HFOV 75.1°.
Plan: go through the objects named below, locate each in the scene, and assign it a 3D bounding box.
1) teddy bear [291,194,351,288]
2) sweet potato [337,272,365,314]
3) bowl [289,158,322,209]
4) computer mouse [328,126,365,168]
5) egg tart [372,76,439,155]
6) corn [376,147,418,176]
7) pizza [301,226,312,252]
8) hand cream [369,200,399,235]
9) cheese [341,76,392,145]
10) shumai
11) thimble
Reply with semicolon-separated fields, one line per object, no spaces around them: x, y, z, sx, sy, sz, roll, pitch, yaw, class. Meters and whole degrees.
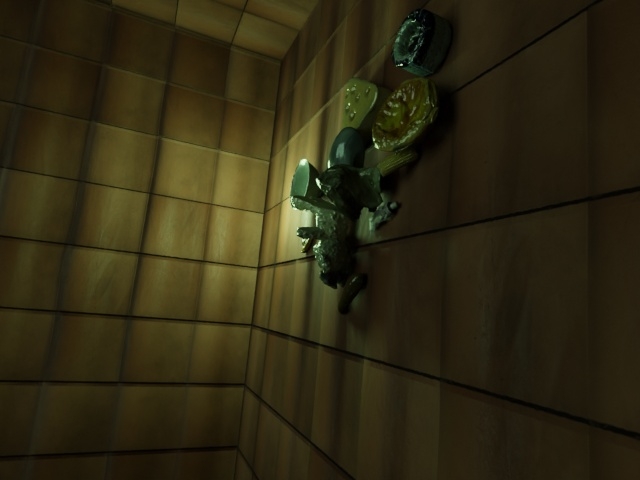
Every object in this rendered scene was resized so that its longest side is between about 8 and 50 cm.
0.000;0.000;2.058;0.375;0.327;0.363;25;107;37;teddy bear
0.135;0.255;1.950;0.075;0.075;0.274;-109;34;-48;sweet potato
-0.067;-0.334;2.562;0.313;0.146;0.314;-172;90;-66;bowl
0.117;-0.364;2.048;0.188;0.121;0.372;32;132;44;computer mouse
0.339;-0.470;1.605;0.341;0.132;0.342;-36;40;38;egg tart
0.307;-0.318;1.667;0.165;0.063;0.085;-31;61;8;corn
-0.085;-0.027;2.632;0.185;0.036;0.176;129;144;-50;pizza
0.264;-0.104;1.815;0.257;0.050;0.084;137;134;-60;hand cream
0.205;-0.672;2.089;0.384;0.104;0.385;-172;90;-67;cheese
0.167;-0.267;1.864;0.288;0.292;0.330;-43;24;11;shumai
0.391;-0.762;1.622;0.237;0.150;0.238;-171;90;-66;thimble
